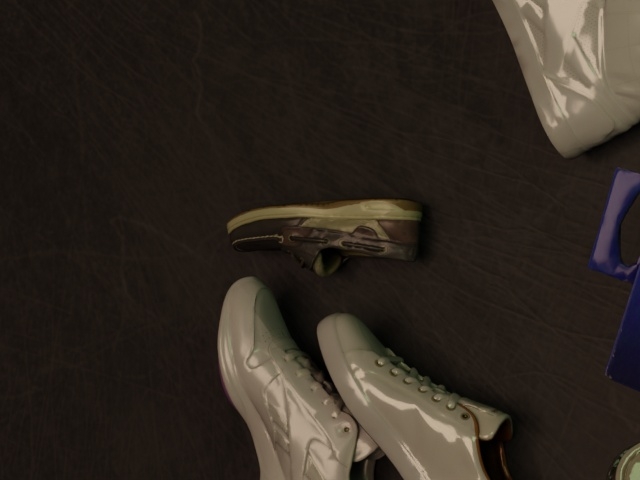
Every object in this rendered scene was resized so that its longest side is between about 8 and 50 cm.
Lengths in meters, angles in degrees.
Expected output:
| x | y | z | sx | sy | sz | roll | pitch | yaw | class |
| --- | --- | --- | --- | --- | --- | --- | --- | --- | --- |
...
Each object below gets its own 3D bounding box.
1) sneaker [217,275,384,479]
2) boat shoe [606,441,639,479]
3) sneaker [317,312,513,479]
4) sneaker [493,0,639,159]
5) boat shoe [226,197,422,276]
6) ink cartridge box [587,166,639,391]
| x | y | z | sx | sy | sz | roll | pitch | yaw | class |
| --- | --- | --- | --- | --- | --- | --- | --- | --- | --- |
| -0.008 | 0.174 | 1.958 | 0.152 | 0.114 | 0.305 | -21 | 82 | 21 | sneaker |
| 0.338 | 0.313 | 1.555 | 0.112 | 0.095 | 0.335 | -25 | 73 | -8 | boat shoe |
| 0.115 | 0.170 | 1.876 | 0.123 | 0.106 | 0.290 | -41 | 76 | 18 | sneaker |
| 0.253 | -0.243 | 1.807 | 0.169 | 0.108 | 0.292 | -25 | 83 | 28 | sneaker |
| 0.001 | 0.000 | 1.967 | 0.224 | 0.080 | 0.073 | -6 | 78 | 29 | boat shoe |
| 0.421 | 0.040 | 1.632 | 0.395 | 0.151 | 0.270 | 21 | 99 | 41 | ink cartridge box |
